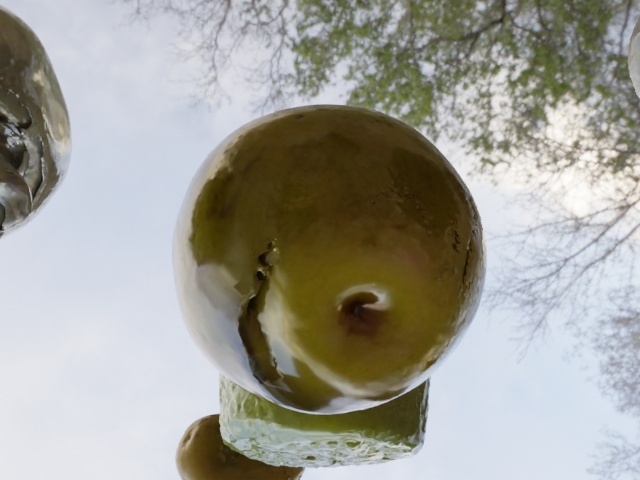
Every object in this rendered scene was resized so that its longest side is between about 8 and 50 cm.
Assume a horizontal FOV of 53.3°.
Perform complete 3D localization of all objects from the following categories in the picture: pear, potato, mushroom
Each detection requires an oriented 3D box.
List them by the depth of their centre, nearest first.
[{"bbox_3d":[-0.308,-0.075,0.504,0.202,0.246,0.246,41,-132,22],"label":"mushroom"},{"bbox_3d":[0.007,0.012,0.606,0.285,0.284,0.336,22,-176,4],"label":"pear"},{"bbox_3d":[-0.138,0.387,1.116,0.234,0.146,0.150,9,-152,-19],"label":"potato"}]

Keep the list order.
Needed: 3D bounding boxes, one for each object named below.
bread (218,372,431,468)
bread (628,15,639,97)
[{"bbox_3d":[0.000,0.178,0.973,0.349,0.348,0.307,11,-116,-8],"label":"bread"},{"bbox_3d":[0.510,-0.269,0.850,0.171,0.197,0.197,10,-136,1],"label":"bread"}]
